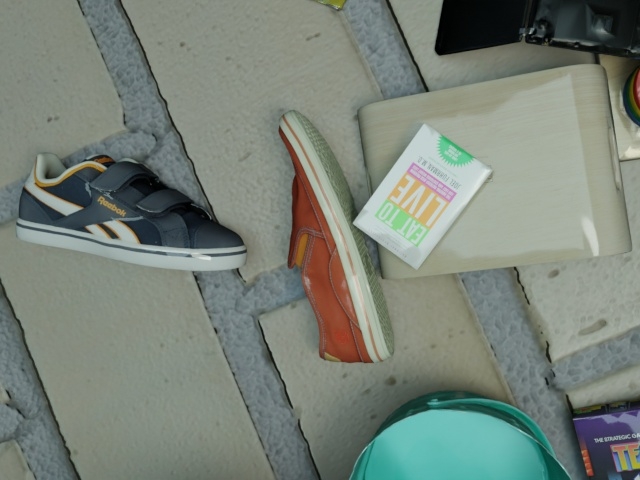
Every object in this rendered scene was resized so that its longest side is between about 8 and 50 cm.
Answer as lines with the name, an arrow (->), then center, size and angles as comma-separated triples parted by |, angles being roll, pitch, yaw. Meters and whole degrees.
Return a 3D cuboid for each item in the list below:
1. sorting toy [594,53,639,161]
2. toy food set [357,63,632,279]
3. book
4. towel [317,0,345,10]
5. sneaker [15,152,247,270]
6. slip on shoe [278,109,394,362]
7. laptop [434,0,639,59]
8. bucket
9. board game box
sorting toy -> 0.457, -0.238, 0.813 | 0.257, 0.089, 0.255 | -8, 89, 10
toy food set -> 0.204, -0.076, 0.869 | 0.306, 0.092, 0.219 | -8, 90, 18
book -> 0.119, -0.051, 0.834 | 0.096, 0.035, 0.144 | 37, 101, 10
towel -> 0.016, -0.347, 0.929 | 0.060, 0.009, 0.083 | 26, 95, 9
sneaker -> -0.246, -0.041, 0.919 | 0.321, 0.126, 0.127 | 10, 98, 11
slip on shoe -> 0.000, 0.000, 0.886 | 0.101, 0.123, 0.331 | -16, 93, 14
laptop -> 0.285, -0.324, 0.824 | 0.264, 0.136, 0.234 | 10, 93, 7
bucket -> 0.160, 0.310, 0.823 | 0.281, 0.183, 0.281 | 0, 91, 10
board game box -> 0.399, 0.258, 0.832 | 0.170, 0.048, 0.141 | -16, 88, 22
